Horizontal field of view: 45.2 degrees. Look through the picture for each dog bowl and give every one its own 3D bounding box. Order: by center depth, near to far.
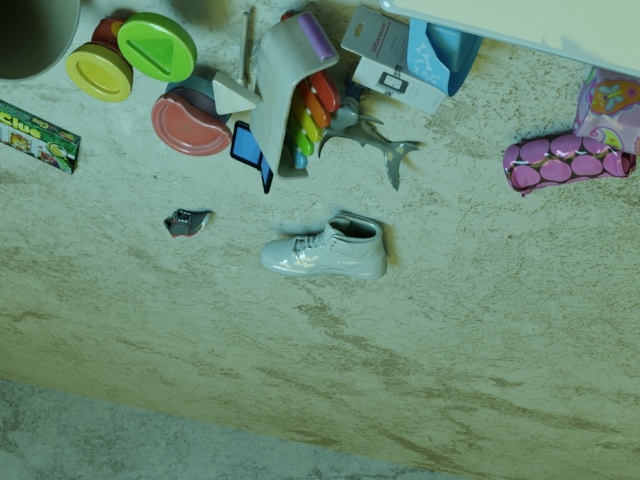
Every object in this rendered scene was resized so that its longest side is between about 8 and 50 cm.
[{"bbox_3d":[0.184,-0.337,1.062,0.074,0.166,0.297,23,149,17],"label":"dog bowl"}]

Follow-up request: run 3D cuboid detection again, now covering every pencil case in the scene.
[{"bbox_3d":[0.528,-0.179,1.145,0.284,0.124,0.124,14,147,8],"label":"pencil case"},{"bbox_3d":[0.420,-0.132,1.292,0.209,0.095,0.098,-7,103,38],"label":"pencil case"}]

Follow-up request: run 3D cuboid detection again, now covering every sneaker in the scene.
[{"bbox_3d":[0.000,0.000,1.706,0.293,0.108,0.169,2,143,9],"label":"sneaker"},{"bbox_3d":[-0.327,-0.044,1.849,0.158,0.061,0.065,-18,125,43],"label":"sneaker"}]

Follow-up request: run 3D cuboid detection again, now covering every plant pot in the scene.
[{"bbox_3d":[-0.597,-0.423,1.303,0.274,0.256,0.256,22,152,31],"label":"plant pot"}]

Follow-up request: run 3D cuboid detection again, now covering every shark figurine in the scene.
[{"bbox_3d":[0.049,-0.183,1.376,0.166,0.116,0.278,33,-177,32],"label":"shark figurine"}]

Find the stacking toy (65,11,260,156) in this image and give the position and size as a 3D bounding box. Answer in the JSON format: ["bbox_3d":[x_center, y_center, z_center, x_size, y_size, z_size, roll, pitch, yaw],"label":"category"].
[{"bbox_3d":[-0.254,-0.305,1.361,0.309,0.130,0.280,36,145,-27],"label":"stacking toy"}]

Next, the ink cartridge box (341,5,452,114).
[{"bbox_3d":[0.120,-0.285,1.215,0.180,0.104,0.060,23,148,-3],"label":"ink cartridge box"}]

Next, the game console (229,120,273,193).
[{"bbox_3d":[-0.138,-0.166,1.560,0.071,0.107,0.122,-4,151,-15],"label":"game console"}]

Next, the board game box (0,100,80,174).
[{"bbox_3d":[-0.682,-0.248,1.766,0.260,0.030,0.136,25,145,-8],"label":"board game box"}]

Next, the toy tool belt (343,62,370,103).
[{"bbox_3d":[0.062,-0.261,1.328,0.052,0.051,0.083,17,147,5],"label":"toy tool belt"}]

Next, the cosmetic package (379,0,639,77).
[{"bbox_3d":[0.269,-0.374,0.666,0.328,0.393,0.329,17,129,5],"label":"cosmetic package"}]

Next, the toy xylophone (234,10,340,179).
[{"bbox_3d":[-0.065,-0.255,1.313,0.081,0.236,0.322,-17,160,-22],"label":"toy xylophone"}]
